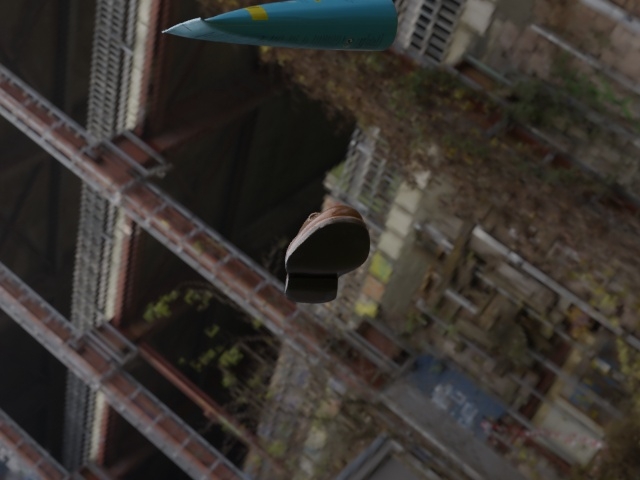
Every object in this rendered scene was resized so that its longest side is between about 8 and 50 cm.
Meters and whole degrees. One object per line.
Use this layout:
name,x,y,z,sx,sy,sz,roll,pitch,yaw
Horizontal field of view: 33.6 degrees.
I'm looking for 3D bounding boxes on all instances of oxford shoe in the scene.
oxford shoe,0.000,0.000,1.063,0.212,0.076,0.076,125,150,-68

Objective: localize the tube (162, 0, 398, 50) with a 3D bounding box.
tube,-0.030,-0.192,0.945,0.207,0.052,0.080,-8,1,-30
